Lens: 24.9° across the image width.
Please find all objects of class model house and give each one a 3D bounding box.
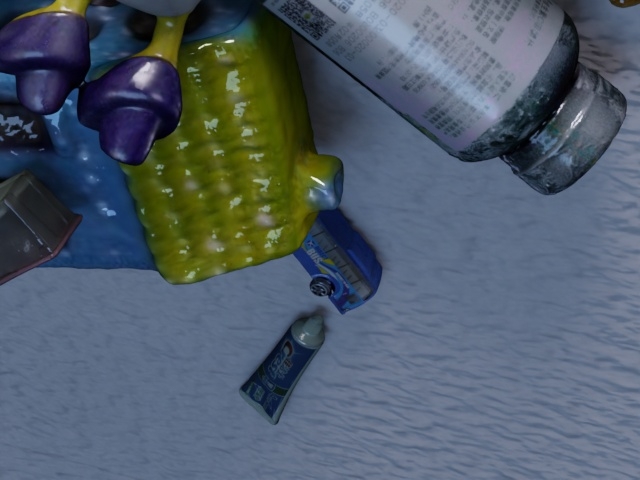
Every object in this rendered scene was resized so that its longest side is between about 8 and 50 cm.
[{"bbox_3d":[-0.136,-0.102,1.218,0.303,0.215,0.237,2,133,16],"label":"model house"}]

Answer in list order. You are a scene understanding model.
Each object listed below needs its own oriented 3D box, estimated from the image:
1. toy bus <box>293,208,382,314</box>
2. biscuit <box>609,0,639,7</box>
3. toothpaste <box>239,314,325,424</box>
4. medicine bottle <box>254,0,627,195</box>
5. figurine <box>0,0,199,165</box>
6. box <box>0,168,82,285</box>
[{"bbox_3d":[0.000,0.000,1.363,0.061,0.051,0.153,-22,120,32],"label":"toy bus"},{"bbox_3d":[0.233,-0.244,1.024,0.215,0.034,0.182,-25,118,42],"label":"biscuit"},{"bbox_3d":[-0.037,0.133,1.524,0.057,0.035,0.197,40,139,7],"label":"toothpaste"},{"bbox_3d":[0.092,-0.157,1.096,0.293,0.141,0.141,37,136,-12],"label":"medicine bottle"},{"bbox_3d":[-0.097,-0.264,0.977,0.154,0.420,0.193,22,178,-8],"label":"figurine"},{"bbox_3d":[-0.245,-0.010,1.153,0.085,0.060,0.063,-23,114,31],"label":"box"}]
